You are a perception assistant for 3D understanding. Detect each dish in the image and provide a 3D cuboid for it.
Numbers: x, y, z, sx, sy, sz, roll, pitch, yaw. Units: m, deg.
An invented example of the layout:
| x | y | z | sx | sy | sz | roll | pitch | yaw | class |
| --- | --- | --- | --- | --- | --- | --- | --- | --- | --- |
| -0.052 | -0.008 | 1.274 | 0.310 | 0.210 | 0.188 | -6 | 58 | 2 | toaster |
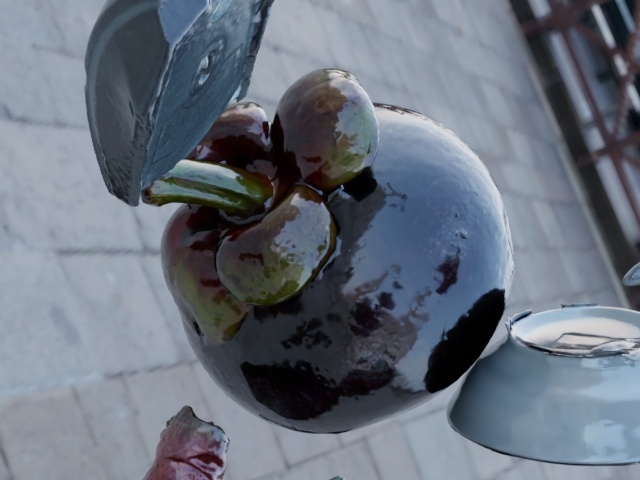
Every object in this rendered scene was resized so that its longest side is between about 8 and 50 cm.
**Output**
| x | y | z | sx | sy | sz | roll | pitch | yaw | class |
| --- | --- | --- | --- | --- | --- | --- | --- | --- | --- |
| 0.290 | 0.138 | 1.693 | 0.316 | 0.316 | 0.106 | -50 | 139 | -70 | dish |

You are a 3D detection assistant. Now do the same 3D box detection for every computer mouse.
| x | y | z | sx | sy | sz | roll | pitch | yaw | class |
| --- | --- | --- | --- | --- | --- | --- | --- | --- | --- |
| -0.093 | -0.110 | 0.929 | 0.071 | 0.126 | 0.231 | 36 | -26 | 8 | computer mouse |

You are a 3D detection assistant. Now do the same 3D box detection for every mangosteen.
| x | y | z | sx | sy | sz | roll | pitch | yaw | class |
| --- | --- | --- | --- | --- | --- | --- | --- | --- | --- |
| 0.000 | 0.000 | 1.686 | 0.435 | 0.382 | 0.382 | 50 | 24 | -30 | mangosteen |

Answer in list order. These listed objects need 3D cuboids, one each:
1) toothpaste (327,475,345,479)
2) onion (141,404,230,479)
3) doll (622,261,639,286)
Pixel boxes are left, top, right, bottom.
| x | y | z | sx | sy | sz | roll | pitch | yaw | class |
| --- | --- | --- | --- | --- | --- | --- | --- | --- | --- |
| -0.077 | 0.392 | 2.051 | 0.061 | 0.392 | 0.099 | -34 | 96 | -48 | toothpaste |
| -0.149 | 0.362 | 1.620 | 0.348 | 0.347 | 0.385 | 1 | 98 | -70 | onion |
| 0.431 | 0.022 | 1.424 | 0.145 | 0.316 | 0.103 | 58 | 2 | -19 | doll |
